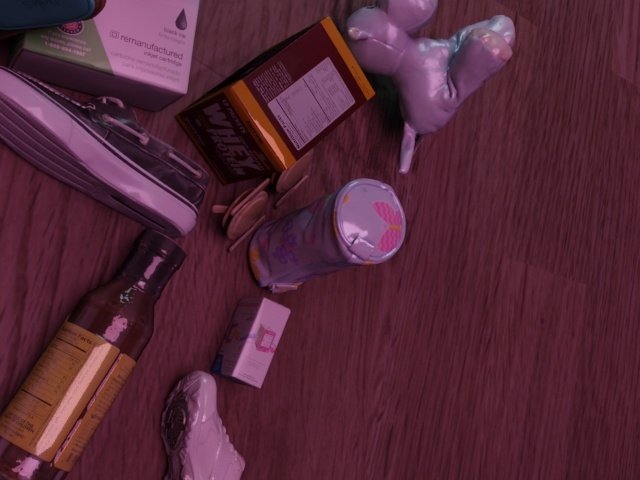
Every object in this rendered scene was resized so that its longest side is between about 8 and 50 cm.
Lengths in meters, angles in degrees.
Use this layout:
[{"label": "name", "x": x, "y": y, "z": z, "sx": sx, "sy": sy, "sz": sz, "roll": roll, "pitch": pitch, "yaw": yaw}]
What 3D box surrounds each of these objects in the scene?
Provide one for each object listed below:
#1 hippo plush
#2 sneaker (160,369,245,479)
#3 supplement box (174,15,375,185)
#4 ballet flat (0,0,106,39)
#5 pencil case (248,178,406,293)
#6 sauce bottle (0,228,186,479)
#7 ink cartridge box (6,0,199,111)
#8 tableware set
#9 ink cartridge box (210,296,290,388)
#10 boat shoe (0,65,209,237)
[{"label": "hippo plush", "x": 0.155, "y": -0.314, "z": 1.194, "sx": 0.236, "sy": 0.234, "sz": 0.294, "roll": 40, "pitch": 108, "yaw": -5}, {"label": "sneaker", "x": -0.160, "y": 0.296, "z": 0.995, "sx": 0.115, "sy": 0.090, "sz": 0.232, "roll": 3, "pitch": 94, "yaw": -39}, {"label": "supplement box", "x": -0.068, "y": -0.195, "z": 1.016, "sx": 0.194, "sy": 0.191, "sz": 0.129, "roll": -44, "pitch": 110, "yaw": -27}, {"label": "ballet flat", "x": -0.390, "y": -0.290, "z": 0.797, "sx": 0.116, "sy": 0.342, "sz": 0.124, "roll": 58, "pitch": 30, "yaw": -54}, {"label": "pencil case", "x": 0.000, "y": 0.000, "z": 1.003, "sx": 0.113, "sy": 0.273, "sz": 0.124, "roll": 49, "pitch": 57, "yaw": -13}, {"label": "sauce bottle", "x": -0.288, "y": 0.144, "z": 0.902, "sx": 0.111, "sy": 0.111, "sz": 0.344, "roll": 40, "pitch": 66, "yaw": -24}, {"label": "ink cartridge box", "x": -0.276, "y": -0.345, "z": 0.937, "sx": 0.211, "sy": 0.121, "sz": 0.289, "roll": 10, "pitch": 81, "yaw": -31}, {"label": "tableware set", "x": -0.084, "y": -0.080, "z": 1.057, "sx": 0.039, "sy": 0.128, "sz": 0.194, "roll": 38, "pitch": 64, "yaw": 11}, {"label": "ink cartridge box", "x": -0.102, "y": 0.147, "z": 1.030, "sx": 0.052, "sy": 0.088, "sz": 0.122, "roll": 31, "pitch": 71, "yaw": -24}, {"label": "boat shoe", "x": -0.292, "y": -0.131, "z": 0.930, "sx": 0.335, "sy": 0.121, "sz": 0.119, "roll": 39, "pitch": 59, "yaw": -36}]
